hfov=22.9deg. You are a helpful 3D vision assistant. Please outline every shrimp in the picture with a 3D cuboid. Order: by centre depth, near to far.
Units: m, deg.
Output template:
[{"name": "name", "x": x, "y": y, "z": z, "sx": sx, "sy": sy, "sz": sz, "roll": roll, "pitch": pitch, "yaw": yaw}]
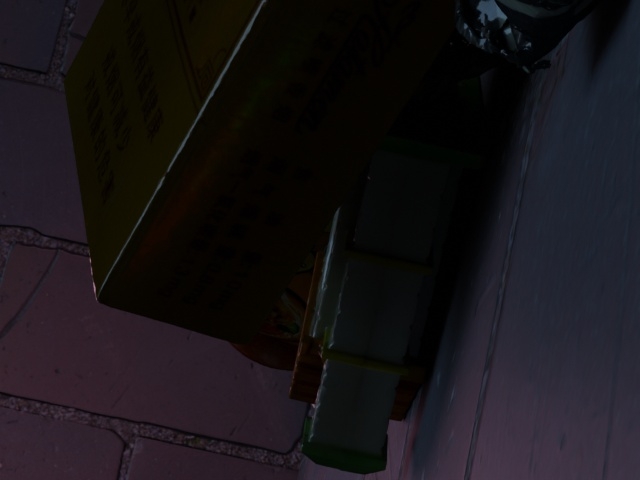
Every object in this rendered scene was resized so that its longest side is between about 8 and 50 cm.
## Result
[{"name": "shrimp", "x": 0.082, "y": -0.114, "z": 0.965, "sx": 0.041, "sy": 0.099, "sz": 0.180, "roll": 60, "pitch": 170, "yaw": -3}]

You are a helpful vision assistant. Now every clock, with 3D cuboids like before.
[{"name": "clock", "x": 0.035, "y": 0.012, "z": 1.131, "sx": 0.220, "sy": 0.106, "sz": 0.255, "roll": -80, "pitch": 2, "yaw": -70}]

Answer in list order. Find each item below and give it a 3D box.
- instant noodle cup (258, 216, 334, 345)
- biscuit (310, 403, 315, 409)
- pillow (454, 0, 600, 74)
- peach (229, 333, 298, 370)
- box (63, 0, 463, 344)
[{"name": "instant noodle cup", "x": 0.000, "y": 0.000, "z": 1.342, "sx": 0.216, "sy": 0.172, "sz": 0.216, "roll": -169, "pitch": 90, "yaw": -88}, {"name": "biscuit", "x": 0.051, "y": -0.018, "z": 1.811, "sx": 0.283, "sy": 0.064, "sz": 0.432, "roll": -79, "pitch": 1, "yaw": -56}, {"name": "pillow", "x": 0.104, "y": -0.225, "z": 0.611, "sx": 0.162, "sy": 0.092, "sz": 0.335, "roll": -84, "pitch": 5, "yaw": -47}, {"name": "peach", "x": -0.028, "y": 0.017, "z": 1.549, "sx": 0.231, "sy": 0.231, "sz": 0.231, "roll": -168, "pitch": 90, "yaw": -89}, {"name": "box", "x": -0.016, "y": -0.175, "z": 0.958, "sx": 0.415, "sy": 0.115, "sz": 0.264, "roll": -57, "pitch": 29, "yaw": 27}]
